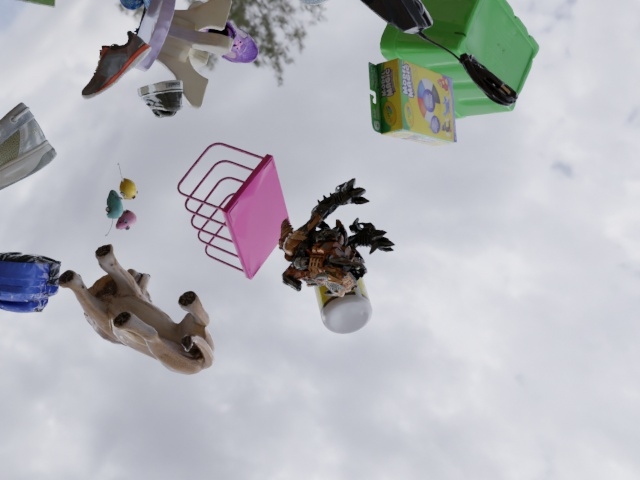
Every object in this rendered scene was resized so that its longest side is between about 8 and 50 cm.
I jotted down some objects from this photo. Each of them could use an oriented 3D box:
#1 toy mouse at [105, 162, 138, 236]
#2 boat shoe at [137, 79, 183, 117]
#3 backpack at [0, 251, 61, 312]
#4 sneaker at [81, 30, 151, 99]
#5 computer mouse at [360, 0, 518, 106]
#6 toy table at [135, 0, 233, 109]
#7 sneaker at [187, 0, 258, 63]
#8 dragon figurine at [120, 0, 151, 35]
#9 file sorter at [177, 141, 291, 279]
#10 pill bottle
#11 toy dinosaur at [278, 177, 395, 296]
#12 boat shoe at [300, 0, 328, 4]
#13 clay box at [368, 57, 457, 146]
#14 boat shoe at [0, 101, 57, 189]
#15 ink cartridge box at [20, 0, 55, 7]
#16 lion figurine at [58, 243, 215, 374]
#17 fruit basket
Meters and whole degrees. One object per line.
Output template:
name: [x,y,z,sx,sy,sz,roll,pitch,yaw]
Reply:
toy mouse: [-0.435,-0.065,1.726,0.031,0.161,0.143,7,-126,13]
boat shoe: [-0.341,-0.297,1.668,0.078,0.070,0.219,-9,-171,-20]
backpack: [-0.486,0.068,1.275,0.098,0.120,0.101,1,-95,2]
sneaker: [-0.381,-0.320,1.417,0.158,0.065,0.061,-39,-160,7]
computer mouse: [0.131,-0.238,0.885,0.041,0.242,0.071,-53,174,30]
toy table: [-0.298,-0.425,1.678,0.252,0.161,0.274,-70,-156,8]
sneaker: [-0.246,-0.532,2.058,0.104,0.236,0.095,35,-85,45]
dragon figurine: [-0.414,-0.585,1.825,0.085,0.289,0.144,15,-118,18]
file sorter: [-0.225,-0.082,2.037,0.182,0.290,0.202,22,-120,23]
pill bottle: [0.043,0.104,1.809,0.117,0.117,0.215,-27,-140,12]
toy dinosaur: [0.000,0.000,1.470,0.218,0.164,0.322,-38,-131,-13]
boat shoe: [-0.003,-0.370,0.860,0.079,0.081,0.227,-4,-115,18]
clay box: [0.168,-0.246,1.408,0.053,0.222,0.127,-7,-95,37]
boat shoe: [-0.563,-0.099,1.175,0.320,0.103,0.118,-23,-160,1]
ink cartridge box: [-0.626,-0.625,1.637,0.171,0.235,0.056,10,-150,-7]
lion figurine: [-0.281,0.141,1.298,0.142,0.240,0.392,-42,-133,-17]
fruit basket: [0.257,-0.464,1.744,0.392,0.392,0.283,20,-96,44]
